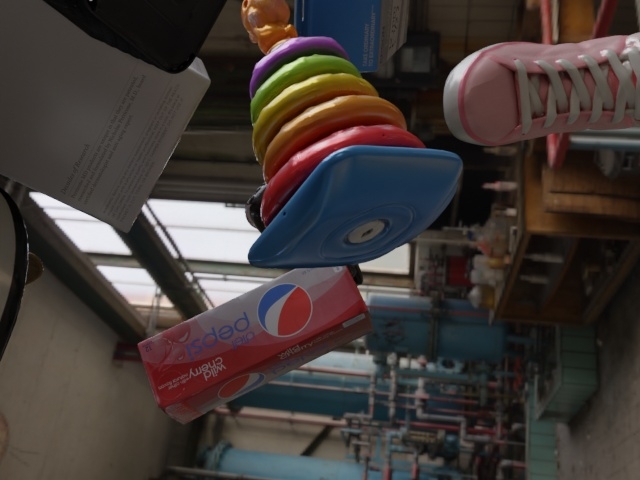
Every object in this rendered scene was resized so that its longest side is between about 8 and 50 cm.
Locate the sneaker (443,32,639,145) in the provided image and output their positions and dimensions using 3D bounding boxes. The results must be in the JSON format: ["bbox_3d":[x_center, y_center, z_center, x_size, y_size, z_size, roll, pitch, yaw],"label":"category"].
[{"bbox_3d":[0.128,-0.078,0.342,0.070,0.134,0.051,6,105,58],"label":"sneaker"}]

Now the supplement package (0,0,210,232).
[{"bbox_3d":[-0.281,-0.168,0.680,0.175,0.292,0.177,-58,22,12],"label":"supplement package"}]

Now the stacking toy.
[{"bbox_3d":[-0.013,-0.130,0.668,0.175,0.165,0.302,-47,57,42],"label":"stacking toy"}]

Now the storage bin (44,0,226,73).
[{"bbox_3d":[-0.112,-0.223,0.469,0.180,0.084,0.122,-61,-24,-1],"label":"storage bin"}]

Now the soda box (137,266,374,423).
[{"bbox_3d":[-0.074,0.115,0.823,0.092,0.263,0.083,63,177,26],"label":"soda box"}]

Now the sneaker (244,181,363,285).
[{"bbox_3d":[0.000,0.000,0.938,0.107,0.124,0.283,-42,-24,1],"label":"sneaker"}]

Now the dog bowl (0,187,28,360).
[{"bbox_3d":[-0.437,0.064,0.512,0.150,0.407,0.408,58,-147,-47],"label":"dog bowl"}]

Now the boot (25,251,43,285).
[{"bbox_3d":[-0.606,0.092,1.235,0.077,0.213,0.165,65,153,13],"label":"boot"}]

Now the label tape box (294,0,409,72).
[{"bbox_3d":[0.060,-0.397,1.058,0.348,0.115,0.249,-60,-25,-59],"label":"label tape box"}]
